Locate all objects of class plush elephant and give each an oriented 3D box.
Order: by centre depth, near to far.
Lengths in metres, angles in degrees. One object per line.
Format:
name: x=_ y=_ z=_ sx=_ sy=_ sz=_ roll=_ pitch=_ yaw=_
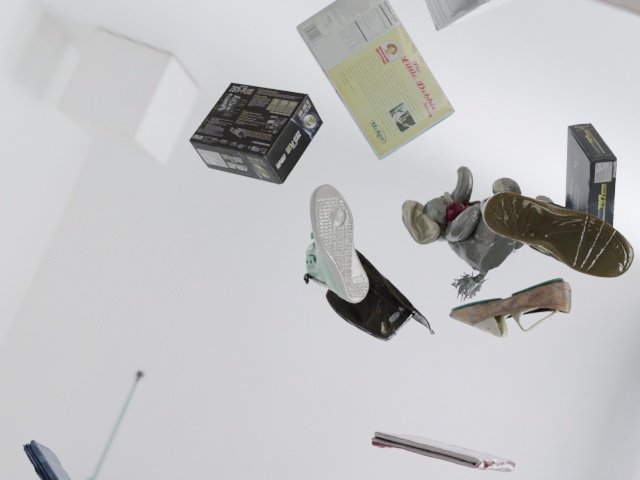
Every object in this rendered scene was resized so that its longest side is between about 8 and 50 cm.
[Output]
plush elephant: x=0.361 y=-0.054 z=2.139 sx=0.272 sy=0.330 sz=0.255 roll=5 pitch=-147 yaw=-48

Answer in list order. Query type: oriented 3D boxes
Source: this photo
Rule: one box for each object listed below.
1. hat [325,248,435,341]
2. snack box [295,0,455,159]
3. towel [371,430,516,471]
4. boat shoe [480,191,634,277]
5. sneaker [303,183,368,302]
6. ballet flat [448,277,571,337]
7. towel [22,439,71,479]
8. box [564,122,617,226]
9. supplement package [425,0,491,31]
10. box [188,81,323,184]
hat: x=0.104 y=0.140 z=2.012 sx=0.331 sy=0.134 sz=0.331 roll=43 pitch=178 yaw=2
snack box: x=0.113 y=-0.348 z=1.797 sx=0.322 sy=0.187 sz=0.060 roll=57 pitch=-177 yaw=-8
towel: x=0.266 y=0.453 z=1.862 sx=0.237 sy=0.037 sz=0.329 roll=9 pitch=170 yaw=26
boat shoe: x=0.325 y=-0.016 z=1.218 sx=0.223 sy=0.080 sz=0.073 roll=20 pitch=-166 yaw=-7
sneaker: x=0.000 y=0.001 z=1.772 sx=0.151 sy=0.094 sz=0.256 roll=17 pitch=130 yaw=52
ballet flat: x=0.471 y=0.182 z=2.181 sx=0.316 sy=0.106 sz=0.107 roll=-20 pitch=162 yaw=28
towel: x=-0.451 y=0.386 z=1.466 sx=0.119 sy=0.029 sz=0.067 roll=37 pitch=171 yaw=41
box: x=0.580 y=-0.112 z=1.897 sx=0.059 sy=0.232 sz=0.183 roll=-6 pitch=-149 yaw=2
supplement package: x=0.225 y=-0.374 z=1.072 sx=0.203 sy=0.194 sz=0.149 roll=-151 pitch=37 yaw=-81
box: x=-0.113 y=-0.190 z=1.534 sx=0.180 sy=0.147 sz=0.077 roll=14 pitch=152 yaw=34
